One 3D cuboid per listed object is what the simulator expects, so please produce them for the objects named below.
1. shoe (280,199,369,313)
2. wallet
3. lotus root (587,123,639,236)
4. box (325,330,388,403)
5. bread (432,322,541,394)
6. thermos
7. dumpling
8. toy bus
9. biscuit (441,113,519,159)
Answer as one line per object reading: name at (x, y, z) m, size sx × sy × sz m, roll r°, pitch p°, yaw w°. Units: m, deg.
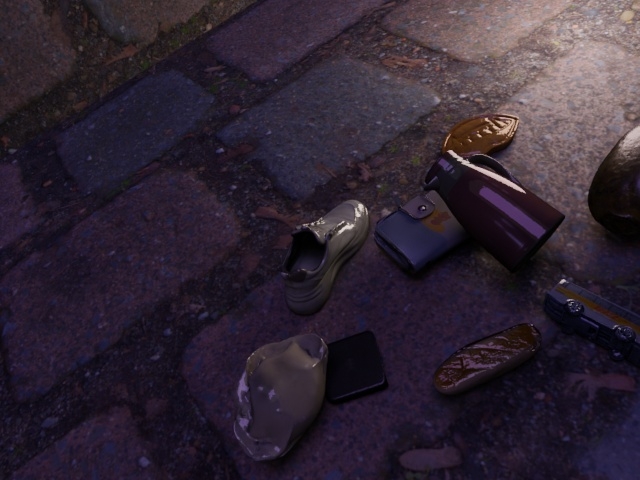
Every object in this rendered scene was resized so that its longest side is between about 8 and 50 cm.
shoe at (0.000, 0.000, 1.142) m, size 0.124 × 0.159 × 0.316 m, roll 11°, pitch 59°, yaw 30°
wallet at (0.244, -0.030, 1.135) m, size 0.231 × 0.069 × 0.170 m, roll -30°, pitch 52°, yaw -14°
lotus root at (0.631, -0.128, 1.008) m, size 0.152 × 0.160 × 0.275 m, roll 27°, pitch 64°, yaw 25°
box at (0.060, 0.247, 0.999) m, size 0.125 × 0.027 × 0.126 m, roll -20°, pitch 48°, yaw 7°
bread at (0.296, 0.214, 0.916) m, size 0.214 × 0.053 × 0.073 m, roll -26°, pitch 51°, yaw -5°
thermos at (0.343, -0.081, 1.038) m, size 0.176 × 0.146 × 0.265 m, roll -33°, pitch 65°, yaw -26°
dumpling at (-0.077, 0.281, 0.948) m, size 0.162 × 0.132 × 0.250 m, roll 11°, pitch 56°, yaw 24°
toy bus at (0.491, 0.143, 0.899) m, size 0.075 × 0.064 × 0.190 m, roll -36°, pitch 47°, yaw -27°
biscuit at (0.399, -0.263, 1.298) m, size 0.220 × 0.029 × 0.142 m, roll -26°, pitch 47°, yaw -1°
